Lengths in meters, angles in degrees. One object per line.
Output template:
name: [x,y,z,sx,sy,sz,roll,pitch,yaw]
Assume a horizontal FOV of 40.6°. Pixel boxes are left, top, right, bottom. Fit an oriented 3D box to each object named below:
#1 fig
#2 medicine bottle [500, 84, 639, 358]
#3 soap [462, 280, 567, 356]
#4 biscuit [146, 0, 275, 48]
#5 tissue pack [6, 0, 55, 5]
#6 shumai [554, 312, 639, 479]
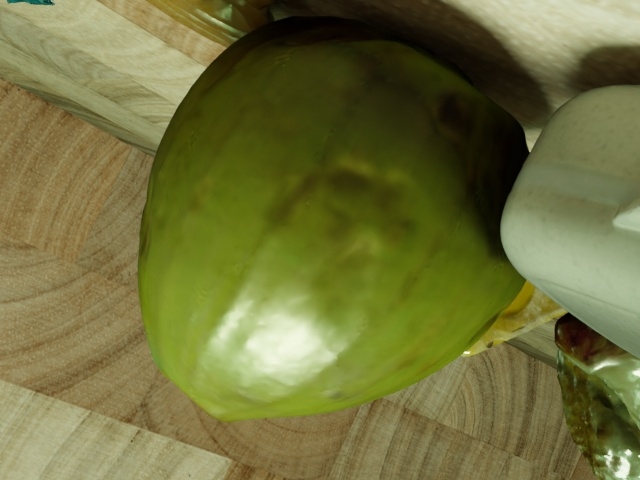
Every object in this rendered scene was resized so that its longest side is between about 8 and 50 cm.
fig: [0.000,0.000,0.544,0.239,0.271,0.239,35,-169,-8]
medicine bottle: [0.280,0.040,0.385,0.375,0.123,0.282,20,172,45]
soap: [0.107,0.008,0.764,0.257,0.160,0.080,25,174,-8]
biscuit: [-0.089,-0.173,0.541,0.144,0.033,0.224,26,175,-17]
tissue pack: [-0.313,-0.264,0.788,0.085,0.028,0.138,18,167,40]
shumai: [0.338,0.145,0.796,0.272,0.222,0.203,34,174,14]
